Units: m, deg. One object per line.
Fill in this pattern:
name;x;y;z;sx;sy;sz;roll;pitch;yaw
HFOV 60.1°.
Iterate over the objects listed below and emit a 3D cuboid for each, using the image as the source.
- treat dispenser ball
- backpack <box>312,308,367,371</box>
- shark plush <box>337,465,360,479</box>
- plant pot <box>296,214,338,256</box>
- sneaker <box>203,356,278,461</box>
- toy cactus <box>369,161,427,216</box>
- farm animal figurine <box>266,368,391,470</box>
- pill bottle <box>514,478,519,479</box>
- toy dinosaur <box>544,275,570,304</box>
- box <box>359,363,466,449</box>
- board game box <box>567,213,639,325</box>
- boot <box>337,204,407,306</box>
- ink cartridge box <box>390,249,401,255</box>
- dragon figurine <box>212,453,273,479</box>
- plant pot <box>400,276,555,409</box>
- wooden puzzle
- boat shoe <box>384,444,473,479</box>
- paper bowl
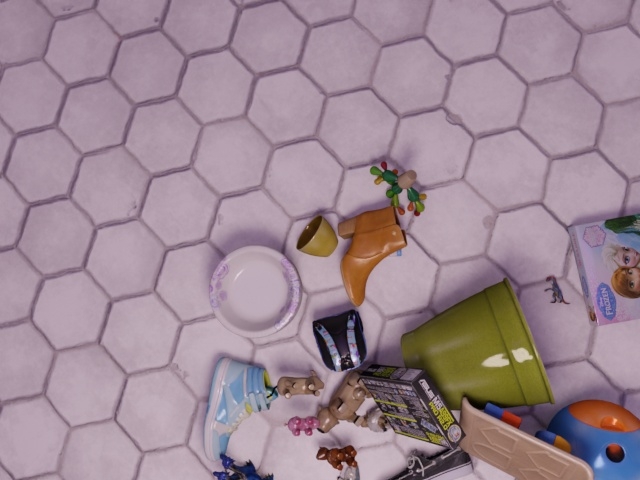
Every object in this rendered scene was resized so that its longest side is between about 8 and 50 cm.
treat dispenser ball;0.786;0.598;1.561;0.287;0.288;0.289;0;84;4
backpack;0.067;0.317;1.713;0.158;0.117;0.174;-17;73;0
shark plush;0.120;0.777;1.710;0.067;0.073;0.161;-24;77;-29
plant pot;0.000;0.000;1.767;0.095;0.134;0.134;36;87;-17
sneaker;-0.242;0.536;1.721;0.208;0.127;0.320;7;86;6
toy cactus;0.260;-0.175;1.739;0.112;0.180;0.219;-40;88;-21
farm animal figurine;0.039;0.500;1.685;0.326;0.172;0.331;-32;97;-18
pill bottle;0.704;0.798;1.616;0.271;0.152;0.153;19;86;6
toy dinosaur;0.740;0.156;1.746;0.090;0.047;0.082;13;74;-28
box;0.244;0.450;1.527;0.060;0.270;0.216;-36;98;-26
board game box;0.967;0.081;1.713;0.317;0.066;0.319;-11;83;3
boot;0.171;0.046;1.728;0.211;0.104;0.296;-14;75;23
ink cartridge box;0.219;0.027;1.788;0.083;0.028;0.048;-2;83;4
dragon figurine;-0.198;0.753;1.686;0.289;0.144;0.085;36;88;7
plant pot;0.434;0.338;1.609;0.352;0.366;0.367;-21;83;14
wooden puzzle;0.539;0.562;1.493;0.347;0.322;0.080;26;60;28
boat shoe;0.307;0.692;1.675;0.305;0.113;0.105;-17;77;-1
paper bowl;-0.197;0.160;1.744;0.283;0.148;0.285;0;85;4
